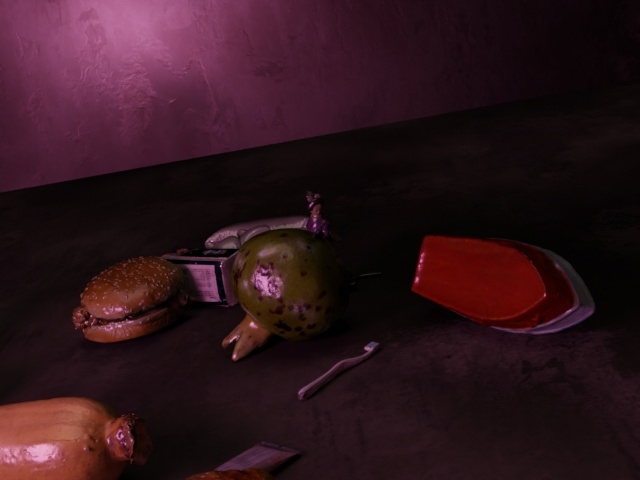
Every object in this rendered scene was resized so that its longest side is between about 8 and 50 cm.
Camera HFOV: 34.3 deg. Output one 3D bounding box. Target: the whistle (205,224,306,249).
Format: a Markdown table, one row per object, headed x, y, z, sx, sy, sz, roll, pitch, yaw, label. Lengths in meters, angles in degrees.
| x | y | z | sx | sy | sz | roll | pitch | yaw | label |
| --- | --- | --- | --- | --- | --- | --- | --- | --- | --- |
| -0.137 | 0.023 | 2.169 | 0.244 | 0.110 | 0.092 | -18 | -17 | -21 | whistle |

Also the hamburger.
| x | y | z | sx | sy | sz | roll | pitch | yaw | label |
| --- | --- | --- | --- | --- | --- | --- | --- | --- | --- |
| -0.362 | 0.113 | 1.956 | 0.189 | 0.122 | 0.215 | 9 | 27 | 44 | hamburger |

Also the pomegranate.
| x | y | z | sx | sy | sz | roll | pitch | yaw | label |
| --- | --- | --- | --- | --- | --- | --- | --- | --- | --- |
| -0.066 | 0.094 | 1.763 | 0.211 | 0.263 | 0.211 | 35 | 6 | -4 | pomegranate |

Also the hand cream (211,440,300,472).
| x | y | z | sx | sy | sz | roll | pitch | yaw | label |
| --- | --- | --- | --- | --- | --- | --- | --- | --- | --- |
| -0.113 | 0.302 | 1.313 | 0.067 | 0.043 | 0.209 | 5 | 16 | 36 | hand cream |

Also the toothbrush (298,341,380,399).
| x | y | z | sx | sy | sz | roll | pitch | yaw | label |
| --- | --- | --- | --- | --- | --- | --- | --- | --- | --- |
| 0.032 | 0.199 | 1.604 | 0.022 | 0.017 | 0.204 | 15 | 27 | 34 | toothbrush |

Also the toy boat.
| x | y | z | sx | sy | sz | roll | pitch | yaw | label |
| --- | --- | --- | --- | --- | --- | --- | --- | --- | --- |
| 0.302 | 0.072 | 1.679 | 0.133 | 0.145 | 0.332 | 13 | 1 | -35 | toy boat |

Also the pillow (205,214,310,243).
| x | y | z | sx | sy | sz | roll | pitch | yaw | label |
| --- | --- | --- | --- | --- | --- | --- | --- | --- | --- |
| -0.117 | -0.011 | 2.310 | 0.254 | 0.078 | 0.144 | -7 | 7 | 9 | pillow |

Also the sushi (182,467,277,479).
| x | y | z | sx | sy | sz | roll | pitch | yaw | label |
| --- | --- | --- | --- | --- | --- | --- | --- | --- | --- |
| -0.096 | 0.322 | 0.981 | 0.274 | 0.184 | 0.139 | -13 | 21 | -25 | sushi |

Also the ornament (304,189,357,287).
| x | y | z | sx | sy | sz | roll | pitch | yaw | label |
| --- | --- | --- | --- | --- | --- | --- | --- | --- | --- |
| 0.002 | 0.005 | 1.959 | 0.088 | 0.203 | 0.081 | -18 | 25 | -6 | ornament |

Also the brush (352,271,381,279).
| x | y | z | sx | sy | sz | roll | pitch | yaw | label |
| --- | --- | --- | --- | --- | --- | --- | --- | --- | --- |
| 0.078 | 0.070 | 2.028 | 0.083 | 0.008 | 0.024 | -8 | 15 | 7 | brush |

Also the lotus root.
| x | y | z | sx | sy | sz | roll | pitch | yaw | label |
| --- | --- | --- | --- | --- | --- | --- | --- | --- | --- |
| -0.359 | 0.280 | 1.366 | 0.303 | 0.131 | 0.146 | -6 | 40 | 17 | lotus root |

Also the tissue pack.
| x | y | z | sx | sy | sz | roll | pitch | yaw | label |
| --- | --- | --- | --- | --- | --- | --- | --- | --- | --- |
| -0.229 | 0.071 | 2.047 | 0.170 | 0.103 | 0.090 | 2 | 16 | 36 | tissue pack |
